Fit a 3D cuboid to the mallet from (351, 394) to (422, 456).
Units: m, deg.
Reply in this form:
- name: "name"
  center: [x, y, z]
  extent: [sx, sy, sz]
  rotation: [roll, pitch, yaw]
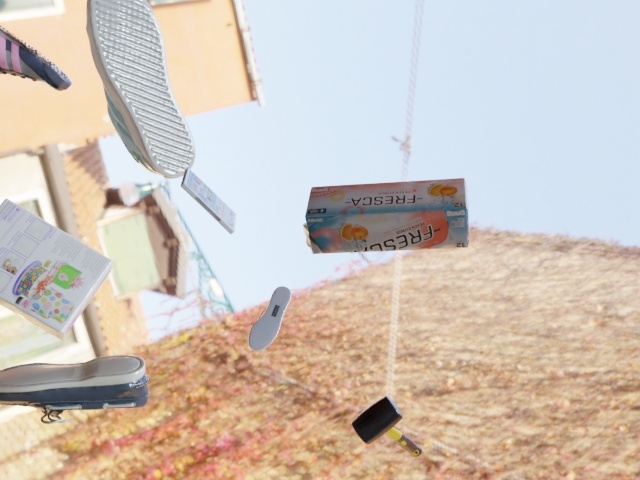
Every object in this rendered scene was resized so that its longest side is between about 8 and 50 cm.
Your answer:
- name: "mallet"
  center: [0.108, 0.255, 1.006]
  extent: [0.062, 0.190, 0.039]
  rotation: [-43, -128, 8]

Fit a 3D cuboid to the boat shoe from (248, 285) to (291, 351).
- name: "boat shoe"
  center: [-0.095, 0.153, 1.431]
  extent: [0.049, 0.142, 0.040]
  rotation: [27, -27, 2]

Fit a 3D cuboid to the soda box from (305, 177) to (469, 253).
- name: "soda box"
  center: [0.078, -0.027, 0.862]
  extent: [0.063, 0.183, 0.058]
  rotation: [-79, 162, -50]

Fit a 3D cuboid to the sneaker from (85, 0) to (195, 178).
- name: "sneaker"
  center: [-0.353, -0.284, 1.360]
  extent: [0.150, 0.135, 0.366]
  rotation: [10, -59, 47]

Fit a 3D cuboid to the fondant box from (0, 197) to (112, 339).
- name: "fondant box"
  center: [-0.759, 0.076, 1.986]
  extent: [0.330, 0.238, 0.096]
  rotation: [31, -27, -3]

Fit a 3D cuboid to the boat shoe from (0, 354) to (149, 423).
- name: "boat shoe"
  center: [-0.387, 0.226, 1.123]
  extent: [0.095, 0.254, 0.079]
  rotation: [-125, -149, -69]

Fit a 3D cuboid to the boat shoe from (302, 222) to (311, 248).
- name: "boat shoe"
  center: [0.000, 0.000, 1.492]
  extent: [0.152, 0.056, 0.049]
  rotation: [-118, -163, -71]

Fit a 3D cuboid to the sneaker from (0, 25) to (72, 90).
- name: "sneaker"
  center: [-0.764, -0.435, 1.817]
  extent: [0.319, 0.131, 0.112]
  rotation: [34, 3, -7]

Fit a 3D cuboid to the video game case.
- name: "video game case"
  center: [-0.194, -0.070, 1.309]
  extent: [0.122, 0.011, 0.087]
  rotation: [46, 13, -20]
